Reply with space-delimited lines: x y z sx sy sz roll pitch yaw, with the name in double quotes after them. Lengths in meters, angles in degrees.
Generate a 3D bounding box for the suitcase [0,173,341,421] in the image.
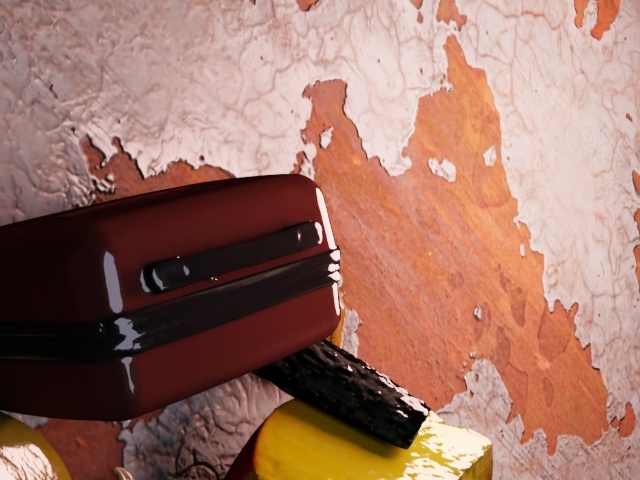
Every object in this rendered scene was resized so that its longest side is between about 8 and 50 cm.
-0.144 0.042 1.073 0.297 0.236 0.161 -16 99 -47 "suitcase"

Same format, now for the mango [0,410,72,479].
-0.273 0.199 0.993 0.237 0.091 0.137 44 20 -54 "mango"

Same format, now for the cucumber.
0.015 0.132 1.260 0.078 0.211 0.062 -30 140 -63 "cucumber"

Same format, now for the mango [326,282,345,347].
-0.005 0.091 1.345 0.077 0.063 0.127 -85 176 -78 "mango"

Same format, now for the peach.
0.004 0.336 1.224 0.380 0.242 0.306 -39 141 -60 "peach"

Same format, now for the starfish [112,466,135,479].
-0.181 0.339 1.161 0.138 0.050 0.247 -32 108 -42 "starfish"
